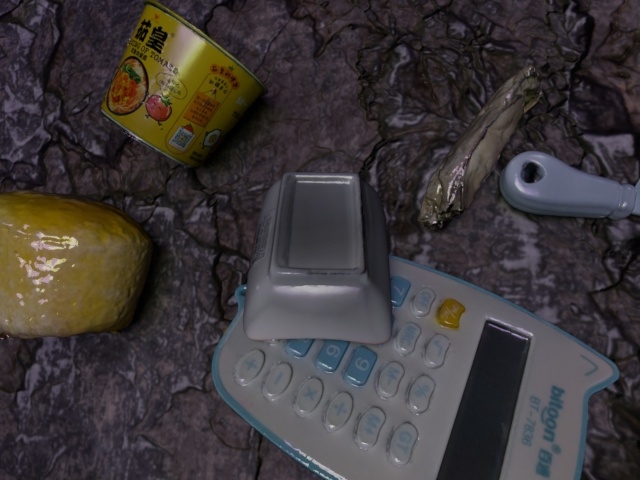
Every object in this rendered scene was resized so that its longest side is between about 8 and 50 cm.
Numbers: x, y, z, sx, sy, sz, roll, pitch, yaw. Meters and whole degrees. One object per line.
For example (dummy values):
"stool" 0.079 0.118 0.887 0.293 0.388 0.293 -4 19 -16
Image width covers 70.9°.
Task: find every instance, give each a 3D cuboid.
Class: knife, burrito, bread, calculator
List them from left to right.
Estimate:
"bread" -0.309 0.026 0.545 0.197 0.197 0.170 9 86 13
"calculator" 0.079 0.129 0.454 0.387 0.054 0.256 24 53 14
"burrito" 0.192 -0.110 0.536 0.058 0.063 0.229 40 85 -11
"knife" 0.373 -0.047 0.501 0.332 0.044 0.080 11 72 8

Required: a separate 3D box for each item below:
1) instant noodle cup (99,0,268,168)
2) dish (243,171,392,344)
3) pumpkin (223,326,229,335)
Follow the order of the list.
"instant noodle cup" -0.180 -0.186 0.578 0.182 0.182 0.144 35 95 17
"dish" 0.000 0.000 0.483 0.152 0.077 0.212 2 47 1
"pumpkin" -0.087 0.137 0.525 0.054 0.083 0.074 3 79 -5
